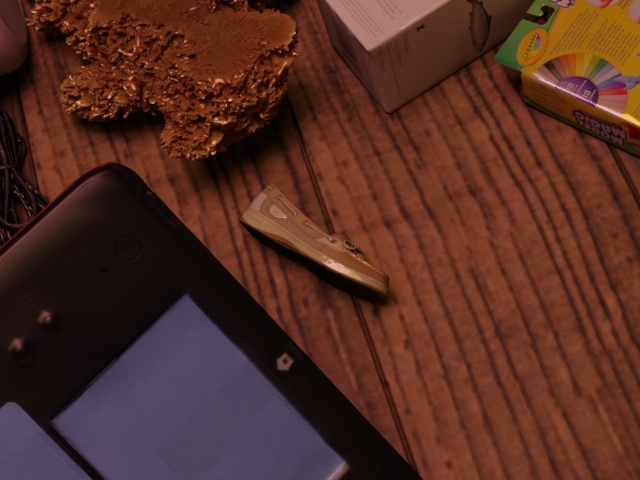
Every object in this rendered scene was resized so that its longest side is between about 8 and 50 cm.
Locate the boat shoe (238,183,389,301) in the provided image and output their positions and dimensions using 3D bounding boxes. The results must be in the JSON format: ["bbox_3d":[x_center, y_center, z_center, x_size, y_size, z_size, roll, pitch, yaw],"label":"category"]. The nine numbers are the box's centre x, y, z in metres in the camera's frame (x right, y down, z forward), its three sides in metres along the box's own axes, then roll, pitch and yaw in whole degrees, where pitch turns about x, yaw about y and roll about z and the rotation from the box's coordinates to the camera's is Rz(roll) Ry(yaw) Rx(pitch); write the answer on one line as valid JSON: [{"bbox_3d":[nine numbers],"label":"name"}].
[{"bbox_3d":[0.000,0.001,1.015,0.153,0.056,0.048,28,77,32],"label":"boat shoe"}]

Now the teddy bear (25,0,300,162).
[{"bbox_3d":[-0.141,-0.194,1.134,0.338,0.113,0.245,23,63,31],"label":"teddy bear"}]

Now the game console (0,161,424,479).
[{"bbox_3d":[-0.135,0.191,0.831,0.342,0.060,0.386,-44,98,-10],"label":"game console"}]

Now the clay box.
[{"bbox_3d":[0.273,-0.144,1.025,0.222,0.053,0.127,30,73,26],"label":"clay box"}]

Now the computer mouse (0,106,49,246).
[{"bbox_3d":[-0.395,-0.021,1.109,0.272,0.072,0.189,-28,61,-2],"label":"computer mouse"}]

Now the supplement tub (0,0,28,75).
[{"bbox_3d":[-0.436,-0.207,1.148,0.272,0.191,0.191,-22,60,2],"label":"supplement tub"}]

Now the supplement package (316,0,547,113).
[{"bbox_3d":[0.099,-0.219,1.076,0.179,0.105,0.105,-34,60,-4],"label":"supplement package"}]

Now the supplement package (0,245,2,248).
[{"bbox_3d":[-0.319,0.054,0.954,0.149,0.194,0.203,-35,78,-7],"label":"supplement package"}]
